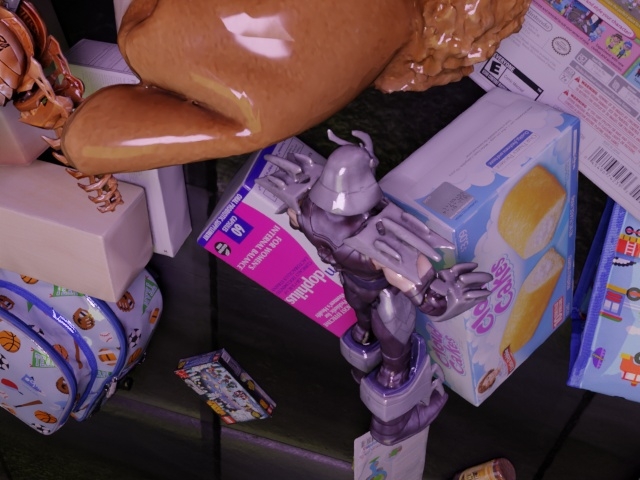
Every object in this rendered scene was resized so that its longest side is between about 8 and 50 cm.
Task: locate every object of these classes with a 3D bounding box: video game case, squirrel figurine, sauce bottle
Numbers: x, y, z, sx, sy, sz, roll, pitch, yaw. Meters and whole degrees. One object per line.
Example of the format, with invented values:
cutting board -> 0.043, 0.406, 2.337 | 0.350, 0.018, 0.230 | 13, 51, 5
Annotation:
video game case -> 0.241, -0.140, 0.523 | 0.212, 0.023, 0.193 | 45, 135, 13
squirrel figurine -> -0.027, -0.275, 0.440 | 0.397, 0.281, 0.370 | -5, 119, 6
sauce bottle -> 0.227, 0.357, 1.010 | 0.042, 0.042, 0.128 | 38, 130, -14

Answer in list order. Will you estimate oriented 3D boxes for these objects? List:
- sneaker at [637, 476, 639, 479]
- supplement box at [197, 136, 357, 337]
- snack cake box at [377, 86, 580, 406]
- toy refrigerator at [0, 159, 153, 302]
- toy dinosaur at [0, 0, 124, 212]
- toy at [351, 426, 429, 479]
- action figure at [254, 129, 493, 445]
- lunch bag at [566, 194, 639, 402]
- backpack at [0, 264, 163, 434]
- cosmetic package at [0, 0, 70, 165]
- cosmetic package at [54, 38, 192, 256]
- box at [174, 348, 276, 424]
sneaker -> 0.447, 0.337, 0.878 | 0.330, 0.122, 0.146 | -32, 95, 39
supplement box -> 0.000, 0.000, 0.731 | 0.220, 0.114, 0.111 | 34, 133, -13
snack cake box -> 0.151, 0.017, 0.624 | 0.089, 0.152, 0.264 | 34, 156, 38
toy refrigerator -> -0.328, -0.030, 0.758 | 0.269, 0.094, 0.102 | 15, 134, 12
toy dinosaur -> -0.286, -0.137, 0.523 | 0.218, 0.164, 0.322 | -29, 100, 20
toy -> 0.091, 0.308, 0.988 | 0.056, 0.137, 0.237 | 46, 149, 37
action figure -> 0.042, 0.029, 0.523 | 0.185, 0.099, 0.285 | 46, 159, 42
lunch bag -> 0.366, 0.010, 0.609 | 0.221, 0.138, 0.293 | 12, 124, 14
backpack -> -0.345, 0.098, 0.891 | 0.276, 0.213, 0.263 | 35, 122, -8
cosmetic package -> -0.359, -0.228, 0.649 | 0.153, 0.129, 0.296 | 3, 130, 19
cosmetic package -> -0.209, -0.095, 0.757 | 0.099, 0.060, 0.239 | 14, 133, 13
box -> -0.144, 0.225, 1.040 | 0.094, 0.027, 0.137 | -19, 121, 34
